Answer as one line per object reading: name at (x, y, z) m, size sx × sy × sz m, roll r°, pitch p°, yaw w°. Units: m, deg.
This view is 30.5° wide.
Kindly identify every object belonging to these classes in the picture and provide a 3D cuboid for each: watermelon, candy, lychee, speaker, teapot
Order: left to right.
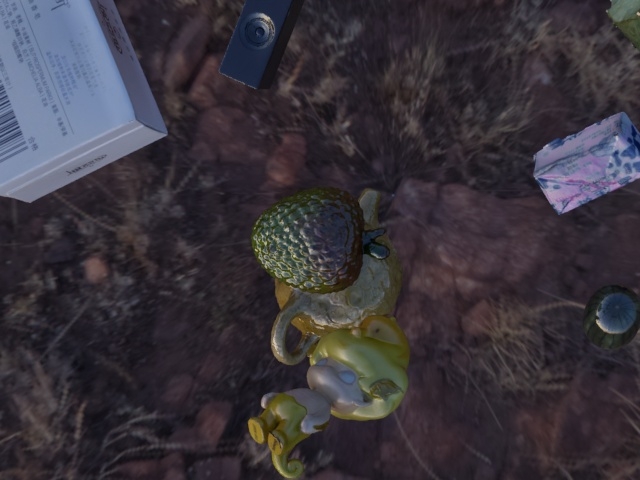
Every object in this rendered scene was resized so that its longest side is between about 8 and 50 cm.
speaker at (-0.031, -0.227, 1.016) m, size 0.040 × 0.046 × 0.191 m, roll 24°, pitch 101°, yaw 9°
lychee at (0.000, 0.000, 1.236) m, size 0.146 × 0.114 × 0.114 m, roll -1°, pitch 92°, yaw 2°
teapot at (0.010, 0.050, 1.817) m, size 0.203 × 0.167 × 0.311 m, roll 19°, pitch 64°, yaw 36°
candy at (0.398, -0.114, 1.721) m, size 0.160 × 0.073 × 0.092 m, roll -27°, pitch 118°, yaw 31°
watermelon at (0.378, 0.100, 1.521) m, size 0.078 × 0.111 × 0.078 m, roll 0°, pitch 61°, yaw 1°

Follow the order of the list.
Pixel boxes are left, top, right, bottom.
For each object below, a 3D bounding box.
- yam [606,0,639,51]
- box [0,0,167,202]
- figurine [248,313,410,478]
yam at (0.579, -0.311, 1.761) m, size 0.300 × 0.195 × 0.195 m, roll 41°, pitch 94°, yaw -18°
box at (-0.338, -0.213, 1.425) m, size 0.203 × 0.116 × 0.274 m, roll -26°, pitch 79°, yaw 9°
figurine at (0.022, 0.185, 1.457) m, size 0.246 × 0.156 × 0.131 m, roll -30°, pitch 128°, yaw -30°
